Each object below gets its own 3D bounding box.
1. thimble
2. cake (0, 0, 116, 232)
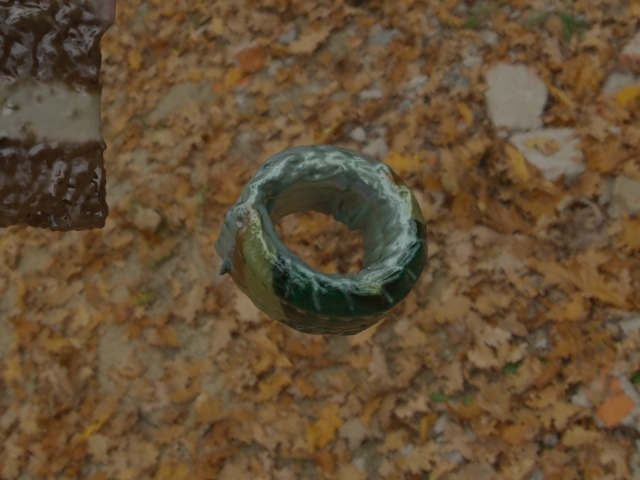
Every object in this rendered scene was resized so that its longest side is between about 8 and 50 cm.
[{"bbox_3d":[0.000,0.000,1.559,0.288,0.167,0.254,8,67,-10],"label":"thimble"},{"bbox_3d":[-0.341,-0.151,1.027,0.282,0.256,0.290,178,94,-66],"label":"cake"}]
